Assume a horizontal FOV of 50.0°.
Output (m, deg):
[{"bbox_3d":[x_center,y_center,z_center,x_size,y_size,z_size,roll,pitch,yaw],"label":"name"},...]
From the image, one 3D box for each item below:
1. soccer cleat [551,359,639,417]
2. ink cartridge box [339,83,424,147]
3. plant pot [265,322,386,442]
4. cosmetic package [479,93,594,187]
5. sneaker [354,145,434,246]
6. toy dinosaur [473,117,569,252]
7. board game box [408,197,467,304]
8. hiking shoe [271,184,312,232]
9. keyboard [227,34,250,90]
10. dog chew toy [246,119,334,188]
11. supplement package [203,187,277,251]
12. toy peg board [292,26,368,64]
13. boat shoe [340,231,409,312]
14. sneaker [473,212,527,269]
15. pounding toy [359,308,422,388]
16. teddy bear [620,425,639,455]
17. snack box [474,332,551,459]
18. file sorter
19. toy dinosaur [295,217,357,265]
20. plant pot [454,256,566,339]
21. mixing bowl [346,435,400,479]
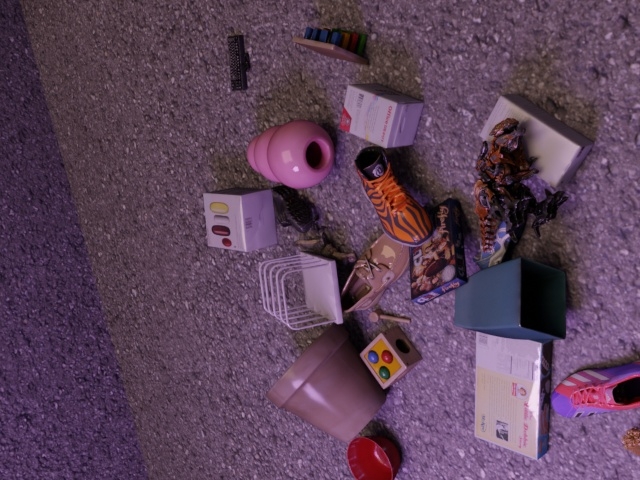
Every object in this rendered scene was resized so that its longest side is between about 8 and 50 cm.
[{"bbox_3d":[0.654,0.349,1.576,0.318,0.116,0.108,-31,79,44],"label":"soccer cleat"},{"bbox_3d":[0.165,-0.340,1.862,0.176,0.127,0.128,31,121,35],"label":"ink cartridge box"},{"bbox_3d":[0.040,0.454,2.105,0.280,0.323,0.323,42,129,8],"label":"plant pot"},{"bbox_3d":[0.499,-0.236,1.597,0.231,0.086,0.117,43,128,26],"label":"cosmetic package"},{"bbox_3d":[0.175,-0.127,1.824,0.321,0.125,0.180,52,177,38],"label":"sneaker"},{"bbox_3d":[0.432,-0.114,1.586,0.218,0.164,0.321,50,164,44],"label":"toy dinosaur"},{"bbox_3d":[0.303,0.029,1.800,0.165,0.042,0.243,-35,43,44],"label":"board game box"},{"bbox_3d":[-0.089,-0.082,2.216,0.227,0.086,0.114,-125,29,-43],"label":"hiking shoe"},{"bbox_3d":[-0.275,-0.595,2.302,0.108,0.023,0.180,8,107,43],"label":"keyboard"},{"bbox_3d":[-0.109,-0.267,2.113,0.332,0.207,0.206,11,109,51],"label":"dog chew toy"},{"bbox_3d":[-0.276,-0.076,2.352,0.203,0.149,0.194,6,105,42],"label":"supplement package"},{"bbox_3d":[0.036,-0.562,1.919,0.161,0.161,0.079,24,101,38],"label":"toy peg board"},{"bbox_3d":[0.159,0.090,1.997,0.121,0.110,0.341,46,129,26],"label":"boat shoe"},{"bbox_3d":[0.445,-0.004,1.713,0.081,0.080,0.211,36,123,29],"label":"sneaker"},{"bbox_3d":[0.195,0.300,2.030,0.206,0.094,0.181,54,132,20],"label":"pounding toy"},{"bbox_3d":[0.797,0.482,1.498,0.245,0.113,0.337,-13,99,53],"label":"teddy bear"},{"bbox_3d":[0.496,0.387,1.781,0.187,0.060,0.321,11,108,44],"label":"snack box"},{"bbox_3d":[-0.070,0.152,2.127,0.278,0.173,0.192,-165,67,-69],"label":"file sorter"},{"bbox_3d":[0.000,0.000,2.168,0.268,0.064,0.118,20,121,43],"label":"toy dinosaur"},{"bbox_3d":[0.445,0.155,1.669,0.234,0.166,0.165,-18,61,52],"label":"plant pot"},{"bbox_3d":[0.181,0.681,2.143,0.182,0.098,0.181,14,112,41],"label":"mixing bowl"}]
